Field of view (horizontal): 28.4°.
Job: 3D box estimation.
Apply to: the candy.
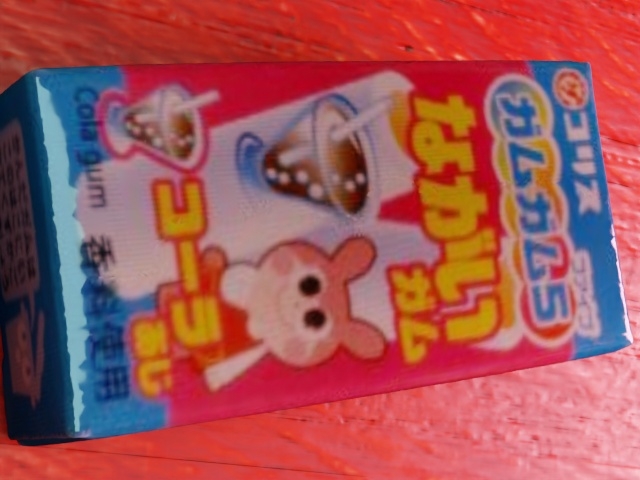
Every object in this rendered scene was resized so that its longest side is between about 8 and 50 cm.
[{"bbox_3d":[0.001,0.000,0.613,0.306,0.100,0.157,-4,83,-30],"label":"candy"}]
